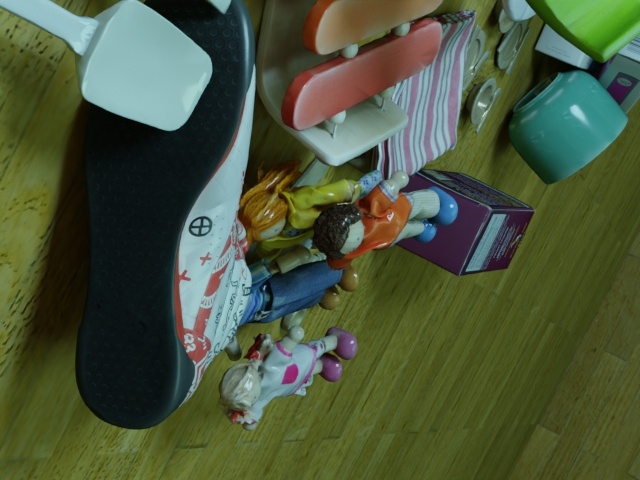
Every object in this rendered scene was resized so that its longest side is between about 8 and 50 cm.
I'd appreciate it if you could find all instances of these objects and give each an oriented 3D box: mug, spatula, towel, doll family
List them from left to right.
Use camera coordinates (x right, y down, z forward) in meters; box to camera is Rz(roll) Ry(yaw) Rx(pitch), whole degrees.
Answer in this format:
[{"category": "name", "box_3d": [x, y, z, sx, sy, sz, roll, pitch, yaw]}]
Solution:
[{"category": "spatula", "box_3d": [-0.108, -0.158, 0.495, 0.242, 0.019, 0.168, 23, 95, -55]}, {"category": "doll family", "box_3d": [-0.028, 0.025, 0.836, 0.163, 0.118, 0.263, -10, 139, -49]}, {"category": "towel", "box_3d": [0.101, -0.132, 0.988, 0.197, 0.029, 0.144, -33, 135, -58]}, {"category": "mug", "box_3d": [0.289, -0.143, 1.331, 0.129, 0.097, 0.158, -47, -171, -31]}]

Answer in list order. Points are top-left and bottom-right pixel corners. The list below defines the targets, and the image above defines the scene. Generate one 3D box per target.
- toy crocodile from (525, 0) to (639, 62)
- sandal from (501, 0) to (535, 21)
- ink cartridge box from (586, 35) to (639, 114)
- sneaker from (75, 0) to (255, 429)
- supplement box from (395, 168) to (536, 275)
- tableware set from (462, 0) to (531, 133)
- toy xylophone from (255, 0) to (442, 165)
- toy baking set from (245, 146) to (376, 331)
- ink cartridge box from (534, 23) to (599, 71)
[{"category": "toy crocodile", "box_3d": [0.097, -0.230, 0.578, 0.115, 0.105, 0.340, -30, 136, 5]}, {"category": "sandal", "box_3d": [0.154, -0.317, 0.890, 0.102, 0.076, 0.265, -18, 111, -54]}, {"category": "ink cartridge box", "box_3d": [0.402, -0.235, 1.435, 0.371, 0.069, 0.175, 88, 27, -75]}, {"category": "sneaker", "box_3d": [-0.088, -0.027, 0.684, 0.145, 0.090, 0.270, -46, 147, -78]}, {"category": "supplement box", "box_3d": [0.153, -0.021, 1.176, 0.188, 0.104, 0.080, -3, 119, -64]}, {"category": "tableware set", "box_3d": [0.188, -0.202, 1.156, 0.141, 0.020, 0.168, -58, 158, -8]}, {"category": "toy xylophone", "box_3d": [0.020, -0.198, 0.712, 0.236, 0.081, 0.322, -39, 148, -43]}, {"category": "toy baking set", "box_3d": [0.004, -0.006, 0.965, 0.196, 0.030, 0.256, -62, 158, -1]}, {"category": "ink cartridge box", "box_3d": [0.336, -0.303, 1.306, 0.104, 0.062, 0.181, -11, 126, -64]}]
